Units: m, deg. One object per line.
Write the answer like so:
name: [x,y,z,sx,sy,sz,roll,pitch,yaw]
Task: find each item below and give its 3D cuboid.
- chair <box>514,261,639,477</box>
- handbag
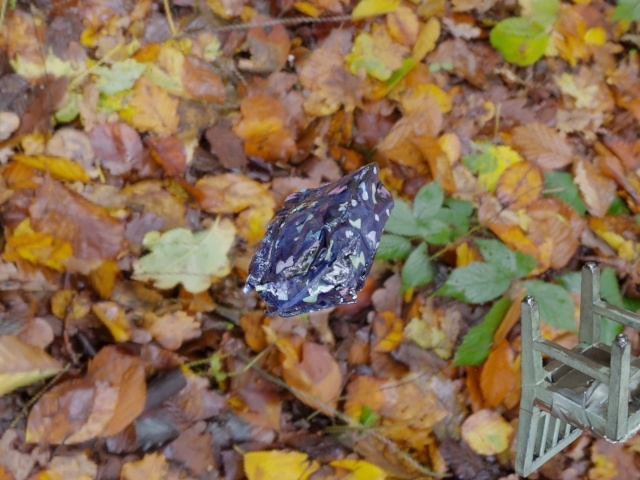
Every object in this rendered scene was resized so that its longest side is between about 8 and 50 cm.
chair: [0.332,0.182,0.916,0.136,0.270,0.147,-22,29,-32]
handbag: [0.000,0.000,1.003,0.113,0.162,0.260,58,32,-25]
